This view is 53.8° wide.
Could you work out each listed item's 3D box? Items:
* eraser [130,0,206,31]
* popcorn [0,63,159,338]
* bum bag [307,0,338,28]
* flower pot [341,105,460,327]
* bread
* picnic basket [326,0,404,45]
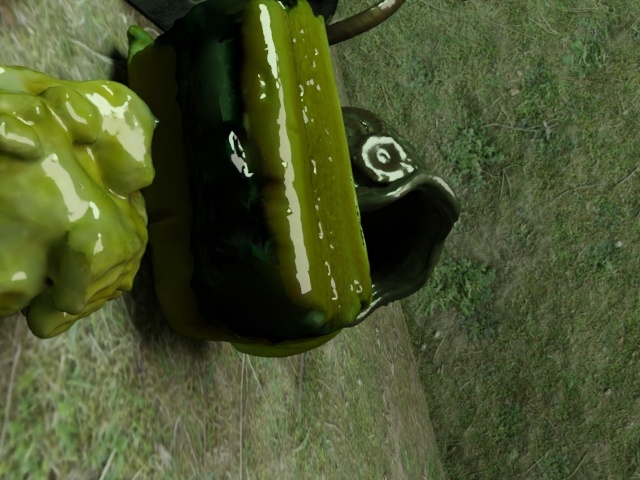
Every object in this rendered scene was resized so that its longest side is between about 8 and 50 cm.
[{"bbox_3d":[-0.161,-0.298,0.794,0.212,0.092,0.046,16,61,-75],"label":"eraser"},{"bbox_3d":[-0.175,-0.030,0.372,0.173,0.142,0.173,1,90,-89],"label":"popcorn"},{"bbox_3d":[-0.054,-0.272,0.846,0.095,0.340,0.144,40,9,11],"label":"bum bag"},{"bbox_3d":[0.031,-0.041,0.908,0.213,0.302,0.302,53,-5,38],"label":"flower pot"},{"bbox_3d":[-0.074,-0.064,0.660,0.251,0.208,0.376,5,70,-63],"label":"bread"},{"bbox_3d":[-0.008,-0.381,1.038,0.293,0.337,0.337,-87,159,-50],"label":"picnic basket"}]
